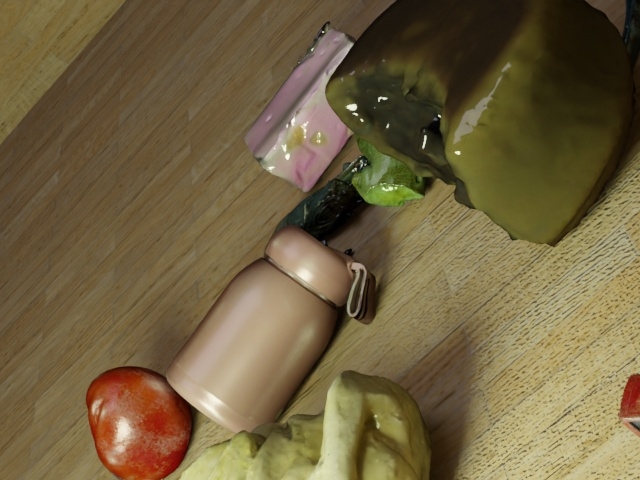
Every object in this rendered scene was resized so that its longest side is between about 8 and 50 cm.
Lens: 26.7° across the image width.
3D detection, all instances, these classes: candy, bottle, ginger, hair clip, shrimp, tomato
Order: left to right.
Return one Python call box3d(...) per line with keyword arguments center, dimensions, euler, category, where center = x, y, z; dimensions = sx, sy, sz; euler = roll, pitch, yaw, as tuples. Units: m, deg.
box3d(center=(-0.281, 0.282, 2.098), dimensions=(0.151, 0.187, 0.187), euler=(-18, 40, 18), category="tomato")
box3d(center=(-0.060, 0.132, 1.922), dimensions=(0.206, 0.173, 0.297), euler=(34, 87, 32), category="bottle")
box3d(center=(-0.007, -0.003, 2.079), dimensions=(0.289, 0.075, 0.178), euler=(-36, 40, 31), category="shrimp")
box3d(center=(-0.004, -0.222, 2.263), dimensions=(0.265, 0.116, 0.155), euler=(-52, 28, 5), category="candy")
box3d(center=(0.129, -0.174, 2.005), dimensions=(0.137, 0.089, 0.290), euler=(5, 60, 42), category="ginger")
box3d(center=(0.397, -0.268, 1.752), dimensions=(0.070, 0.039, 0.229), euler=(-16, 48, 50), category="hair clip")

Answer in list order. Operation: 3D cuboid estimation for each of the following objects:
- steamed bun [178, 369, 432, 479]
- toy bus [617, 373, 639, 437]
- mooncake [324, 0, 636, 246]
box3d(center=(-0.042, 0.322, 1.593), dimensions=(0.372, 0.230, 0.325), euler=(-39, 23, 37), category="steamed bun")
box3d(center=(0.386, 0.157, 1.230), dimensions=(0.235, 0.096, 0.073), euler=(-13, 51, 55), category="toy bus")
box3d(center=(0.202, -0.161, 1.716), dimensions=(0.393, 0.246, 0.394), euler=(-34, 36, 38), category="mooncake")
